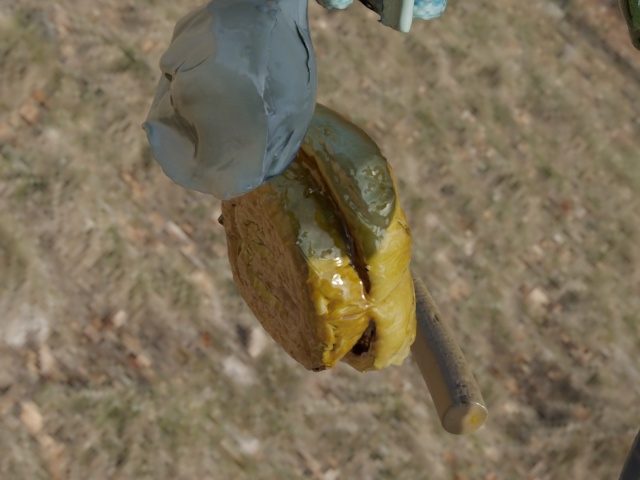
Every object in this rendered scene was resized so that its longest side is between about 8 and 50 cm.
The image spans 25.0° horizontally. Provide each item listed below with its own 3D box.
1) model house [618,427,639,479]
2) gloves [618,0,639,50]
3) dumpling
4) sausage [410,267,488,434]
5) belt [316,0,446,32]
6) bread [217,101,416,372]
[{"bbox_3d":[0.492,0.222,1.232,0.445,0.395,0.400,30,31,17],"label":"model house"},{"bbox_3d":[0.320,-0.265,1.288,0.135,0.107,0.268,18,-22,17],"label":"gloves"},{"bbox_3d":[-0.067,-0.112,1.000,0.127,0.188,0.108,-5,-25,24],"label":"dumpling"},{"bbox_3d":[0.138,0.130,1.827,0.066,0.066,0.301,42,16,-36],"label":"sausage"},{"bbox_3d":[-0.015,-0.202,0.869,0.087,0.072,0.302,-4,28,-25],"label":"belt"},{"bbox_3d":[-0.002,-0.002,1.211,0.198,0.120,0.236,43,-31,47],"label":"bread"}]
